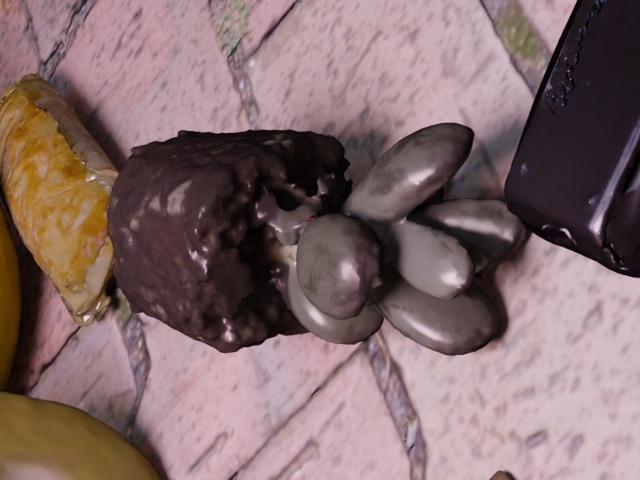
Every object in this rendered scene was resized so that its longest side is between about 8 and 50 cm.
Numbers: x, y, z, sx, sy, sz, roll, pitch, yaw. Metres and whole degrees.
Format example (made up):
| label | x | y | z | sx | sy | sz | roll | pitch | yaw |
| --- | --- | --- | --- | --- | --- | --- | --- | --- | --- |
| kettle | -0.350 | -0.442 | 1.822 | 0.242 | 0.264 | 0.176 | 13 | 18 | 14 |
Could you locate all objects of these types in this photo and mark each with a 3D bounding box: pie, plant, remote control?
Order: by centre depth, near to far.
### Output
| label | x | y | z | sx | sy | sz | roll | pitch | yaw |
| --- | --- | --- | --- | --- | --- | --- | --- | --- | --- |
| remote control | 0.207 | -0.178 | 0.962 | 0.144 | 0.062 | 0.399 | 30 | 101 | 55 |
| plant | 0.000 | 0.002 | 1.119 | 0.274 | 0.149 | 0.146 | 2 | 120 | 39 |
| pie | -0.226 | -0.041 | 1.520 | 0.128 | 0.068 | 0.282 | -61 | 40 | 19 |

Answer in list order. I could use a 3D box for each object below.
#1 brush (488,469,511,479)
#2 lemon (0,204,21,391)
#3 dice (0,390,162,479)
| label | x | y | z | sx | sy | sz | roll | pitch | yaw |
| --- | --- | --- | --- | --- | --- | --- | --- | --- | --- |
| brush | 0.128 | 0.189 | 0.952 | 0.034 | 0.027 | 0.190 | -60 | 35 | 16 |
| lemon | -0.418 | 0.057 | 1.527 | 0.348 | 0.348 | 0.348 | -27 | 55 | 47 |
| dice | -0.248 | 0.265 | 1.281 | 0.233 | 0.227 | 0.238 | -53 | 40 | 30 |
